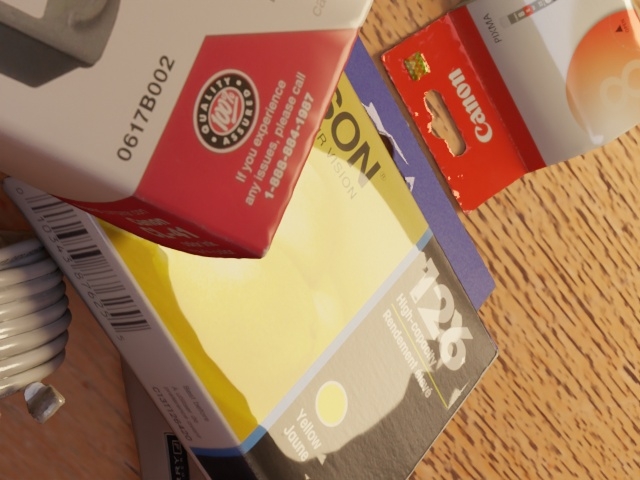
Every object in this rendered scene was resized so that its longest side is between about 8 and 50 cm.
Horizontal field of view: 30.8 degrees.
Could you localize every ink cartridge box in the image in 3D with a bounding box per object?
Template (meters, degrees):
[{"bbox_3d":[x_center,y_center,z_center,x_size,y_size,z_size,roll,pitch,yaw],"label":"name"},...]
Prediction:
[{"bbox_3d":[0.000,0.000,0.737,0.307,0.072,0.304,-46,114,-36],"label":"ink cartridge box"},{"bbox_3d":[-0.128,-0.152,0.492,0.306,0.131,0.226,27,81,-32],"label":"ink cartridge box"},{"bbox_3d":[0.154,-0.121,0.849,0.179,0.045,0.145,-34,109,-9],"label":"ink cartridge box"}]

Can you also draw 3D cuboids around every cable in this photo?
[{"bbox_3d":[-0.270,0.047,0.649,0.257,0.257,0.089,-5,98,-11],"label":"cable"}]

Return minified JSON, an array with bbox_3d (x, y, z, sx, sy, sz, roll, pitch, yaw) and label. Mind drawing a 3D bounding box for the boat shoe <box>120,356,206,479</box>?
[{"bbox_3d":[-0.041,0.115,0.820,0.158,0.127,0.341,-5,96,-43],"label":"boat shoe"}]
